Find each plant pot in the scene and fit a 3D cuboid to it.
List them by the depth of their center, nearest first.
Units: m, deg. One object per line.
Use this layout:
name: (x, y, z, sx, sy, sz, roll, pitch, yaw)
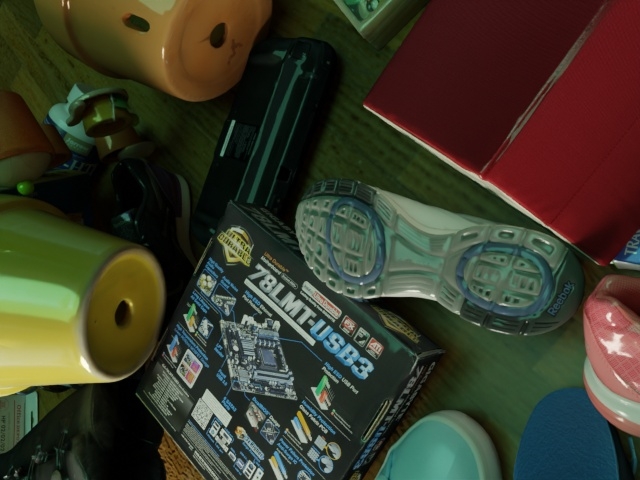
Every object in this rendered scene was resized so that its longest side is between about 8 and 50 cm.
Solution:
plant pot: (-0.335, 0.074, 0.698, 0.239, 0.254, 0.253, 6, 83, 17)
plant pot: (-0.205, -0.331, 0.786, 0.204, 0.291, 0.290, 38, 102, 19)

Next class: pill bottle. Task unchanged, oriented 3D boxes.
pill bottle: (-0.435, -0.175, 1.000, 0.112, 0.112, 0.186, 46, 107, 33)

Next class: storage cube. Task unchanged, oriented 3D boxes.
storage cube: (0.188, -0.125, 0.468, 0.193, 0.184, 0.215, -55, 35, 13)

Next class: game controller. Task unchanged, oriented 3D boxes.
game controller: (-0.084, -0.127, 0.781, 0.167, 0.067, 0.318, 22, 92, 51)

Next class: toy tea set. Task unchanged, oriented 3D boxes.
toy tea set: (-0.363, -0.121, 0.808, 0.200, 0.336, 0.124, -24, 88, 42)

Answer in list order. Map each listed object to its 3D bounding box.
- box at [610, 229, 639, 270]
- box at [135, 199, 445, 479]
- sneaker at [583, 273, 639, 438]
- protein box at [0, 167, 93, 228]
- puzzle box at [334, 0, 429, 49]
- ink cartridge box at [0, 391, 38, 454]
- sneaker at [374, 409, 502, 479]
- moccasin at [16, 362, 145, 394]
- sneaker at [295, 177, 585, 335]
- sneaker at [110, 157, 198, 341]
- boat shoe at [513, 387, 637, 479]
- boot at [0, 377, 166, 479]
box: (0.326, -0.018, 0.464, 0.178, 0.042, 0.108, 13, 87, 36)
box: (-0.057, 0.151, 0.648, 0.296, 0.073, 0.293, 37, 107, 30)
sneaker: (0.327, 0.073, 0.360, 0.314, 0.136, 0.116, -5, 36, 35)
protein box: (-0.470, -0.001, 0.878, 0.136, 0.200, 0.201, 8, 107, 17)
puzzle box: (0.143, -0.470, 0.691, 0.409, 0.052, 0.272, -42, 58, 21)
ink cartridge box: (-0.587, 0.338, 1.023, 0.181, 0.062, 0.104, -21, 68, 30)
sneaker: (0.047, 0.329, 0.517, 0.135, 0.150, 0.365, 25, 95, 36)
moccasin: (-0.416, 0.190, 0.889, 0.342, 0.138, 0.116, 7, 108, 35)
sneaker: (0.105, 0.013, 0.558, 0.297, 0.129, 0.110, 20, 102, 31)
sneaker: (-0.246, 0.016, 0.805, 0.107, 0.124, 0.283, -24, 67, 18)
boat shoe: (0.211, 0.252, 0.450, 0.109, 0.089, 0.258, -22, 44, 45)
boot: (-0.362, 0.427, 0.780, 0.445, 0.146, 0.366, -31, 68, 27)
